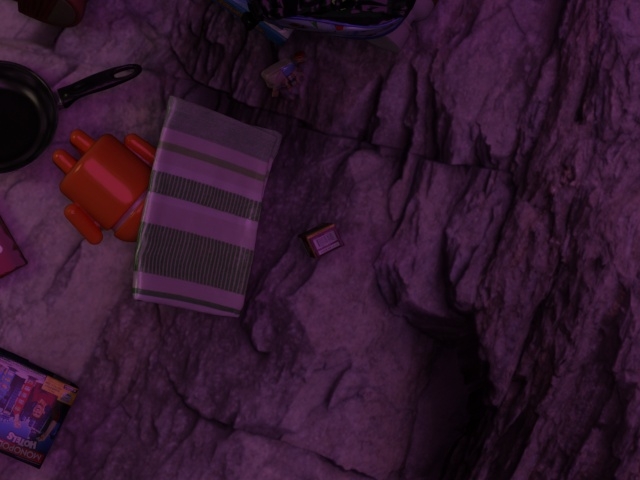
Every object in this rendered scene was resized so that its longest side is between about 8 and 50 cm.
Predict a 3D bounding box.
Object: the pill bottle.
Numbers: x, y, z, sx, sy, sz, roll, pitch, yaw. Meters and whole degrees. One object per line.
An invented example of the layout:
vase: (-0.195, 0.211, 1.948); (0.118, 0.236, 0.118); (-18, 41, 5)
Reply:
pill bottle: (0.144, -0.442, 1.849); (0.131, 0.131, 0.229); (29, 87, -11)

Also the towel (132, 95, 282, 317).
towel: (-0.184, -0.046, 1.784); (0.248, 0.038, 0.325); (14, 89, -47)

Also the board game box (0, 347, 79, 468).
board game box: (-0.522, 0.284, 1.780); (0.194, 0.060, 0.194); (27, 88, -11)

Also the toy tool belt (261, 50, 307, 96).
toy tool belt: (-0.055, -0.282, 1.862); (0.083, 0.052, 0.051); (-31, 129, -6)

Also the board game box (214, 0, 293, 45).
board game box: (-0.105, -0.536, 1.817); (0.302, 0.086, 0.308); (34, 86, -11)

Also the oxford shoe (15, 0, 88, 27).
oxford shoe: (-0.519, -0.466, 1.741); (0.348, 0.123, 0.130); (27, 61, -10)

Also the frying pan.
frying pan: (-0.472, -0.235, 1.765); (0.197, 0.053, 0.326); (45, 72, 7)

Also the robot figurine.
robot figurine: (-0.332, -0.083, 1.770); (0.219, 0.128, 0.158); (41, 43, -10)

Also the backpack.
backpack: (0.031, -0.429, 1.694); (0.263, 0.213, 0.277); (14, 96, 5)

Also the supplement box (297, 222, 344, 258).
supplement box: (0.000, 0.000, 1.861); (0.055, 0.083, 0.043); (-27, 98, -9)

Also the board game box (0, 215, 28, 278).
board game box: (-0.607, -0.049, 1.766); (0.145, 0.027, 0.281); (-30, 98, -10)
